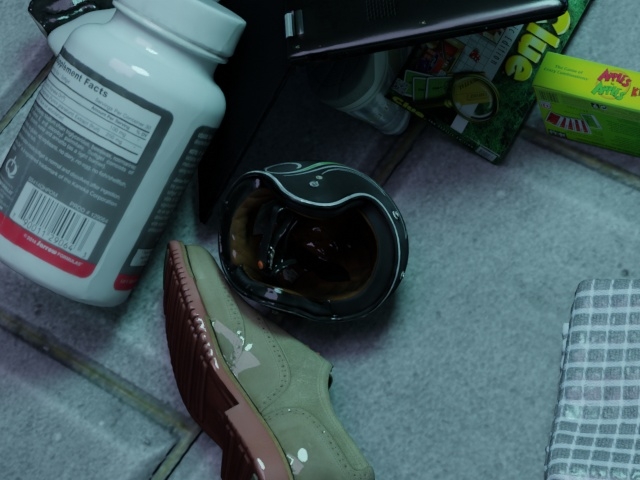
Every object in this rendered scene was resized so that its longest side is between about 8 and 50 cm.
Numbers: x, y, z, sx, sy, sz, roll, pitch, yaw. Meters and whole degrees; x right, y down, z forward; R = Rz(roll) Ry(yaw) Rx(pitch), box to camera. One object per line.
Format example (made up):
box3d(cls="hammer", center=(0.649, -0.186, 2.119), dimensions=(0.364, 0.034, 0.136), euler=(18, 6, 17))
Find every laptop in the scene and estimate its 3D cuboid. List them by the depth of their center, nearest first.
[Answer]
box3d(cls="laptop", center=(0.037, -0.266, 1.803), dimensions=(0.408, 0.236, 0.382), euler=(-10, 54, 8))

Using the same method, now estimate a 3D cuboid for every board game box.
box3d(cls="board game box", center=(0.304, -0.124, 1.711), dimensions=(0.181, 0.092, 0.043), euler=(17, 68, 26))
box3d(cls="board game box", center=(0.185, -0.219, 1.809), dimensions=(0.136, 0.030, 0.259), euler=(31, 71, -5))

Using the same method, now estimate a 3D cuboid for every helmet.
box3d(cls="helmet", center=(0.000, 0.000, 1.702), dimensions=(0.169, 0.162, 0.169), euler=(-12, 75, 54))

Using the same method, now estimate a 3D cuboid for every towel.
box3d(cls="towel", center=(0.336, 0.148, 1.524), dimensions=(0.284, 0.121, 0.235), euler=(0, 60, 19))

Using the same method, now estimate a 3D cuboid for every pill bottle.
box3d(cls="pill bottle", center=(-0.203, -0.108, 1.761), dimensions=(0.176, 0.176, 0.318), euler=(34, 100, 31))

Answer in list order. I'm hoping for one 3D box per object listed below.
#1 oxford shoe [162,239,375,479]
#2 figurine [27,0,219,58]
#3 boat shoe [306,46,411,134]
box3d(cls="oxford shoe", center=(-0.060, 0.131, 1.695), dimensions=(0.130, 0.123, 0.348), euler=(-12, 51, -20))
box3d(cls="figurine", center=(-0.201, -0.260, 1.919), dimensions=(0.209, 0.092, 0.215), euler=(-35, 28, -2))
box3d(cls="boat shoe", center=(0.049, -0.257, 1.883), dimensions=(0.118, 0.103, 0.320), euler=(-28, 46, 31))
